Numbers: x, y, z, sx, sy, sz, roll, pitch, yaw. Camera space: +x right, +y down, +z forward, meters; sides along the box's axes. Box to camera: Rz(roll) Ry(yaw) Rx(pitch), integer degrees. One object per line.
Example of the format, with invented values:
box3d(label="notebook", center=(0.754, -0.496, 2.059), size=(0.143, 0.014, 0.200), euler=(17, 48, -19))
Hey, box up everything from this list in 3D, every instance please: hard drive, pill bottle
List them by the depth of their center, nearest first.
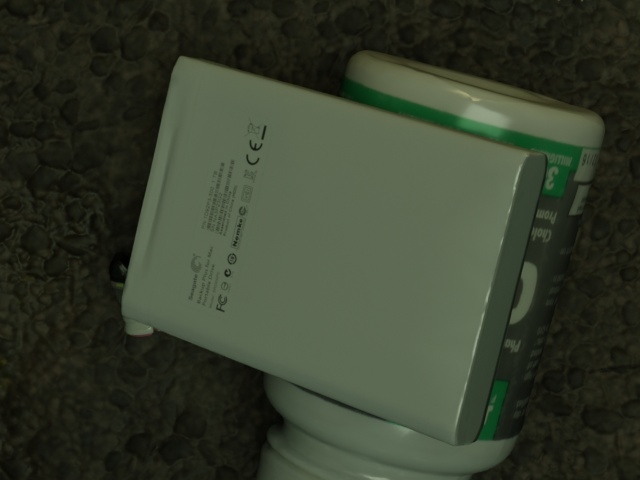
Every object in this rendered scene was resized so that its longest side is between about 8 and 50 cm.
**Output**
box3d(label="hard drive", center=(0.000, 0.000, 1.354), size=(0.308, 0.040, 0.203), euler=(18, 99, 34))
box3d(label="pill bottle", center=(0.073, 0.053, 1.452), size=(0.204, 0.204, 0.361), euler=(13, 99, -9))

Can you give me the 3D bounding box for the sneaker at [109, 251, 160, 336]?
box3d(label="sneaker", center=(-0.092, 0.008, 1.495), size=(0.170, 0.063, 0.074), euler=(-28, 109, 4))
